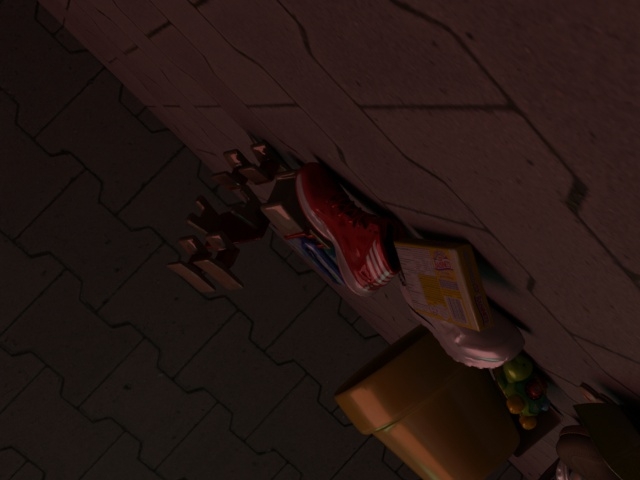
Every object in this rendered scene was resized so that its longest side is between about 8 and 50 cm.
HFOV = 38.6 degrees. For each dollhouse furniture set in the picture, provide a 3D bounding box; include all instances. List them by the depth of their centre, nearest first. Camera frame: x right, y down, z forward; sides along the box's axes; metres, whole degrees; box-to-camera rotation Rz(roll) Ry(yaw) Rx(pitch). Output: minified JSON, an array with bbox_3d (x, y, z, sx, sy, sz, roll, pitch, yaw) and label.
[{"bbox_3d":[-0.106,-0.033,1.607,0.259,0.262,0.135,-9,138,42],"label":"dollhouse furniture set"}]

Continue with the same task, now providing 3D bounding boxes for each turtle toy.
[{"bbox_3d":[0.312,0.223,1.411,0.130,0.066,0.095,50,-165,-37],"label":"turtle toy"}]

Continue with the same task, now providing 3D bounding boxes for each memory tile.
[{"bbox_3d":[0.409,0.252,1.218,0.148,0.012,0.113,46,173,-29],"label":"memory tile"}]

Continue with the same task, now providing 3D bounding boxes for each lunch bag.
[{"bbox_3d":[0.000,0.000,1.851,0.176,0.090,0.219,36,173,34],"label":"lunch bag"}]

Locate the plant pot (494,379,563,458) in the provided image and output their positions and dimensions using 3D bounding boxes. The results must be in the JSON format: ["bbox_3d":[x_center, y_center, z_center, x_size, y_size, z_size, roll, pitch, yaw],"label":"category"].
[{"bbox_3d":[0.343,0.298,1.626,0.109,0.109,0.096,46,-174,-26],"label":"plant pot"}]

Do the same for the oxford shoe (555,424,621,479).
[{"bbox_3d":[0.439,0.381,1.375,0.123,0.130,0.348,45,174,-15],"label":"oxford shoe"}]

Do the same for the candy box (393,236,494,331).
[{"bbox_3d":[0.153,0.051,1.164,0.206,0.027,0.105,-170,63,-74],"label":"candy box"}]

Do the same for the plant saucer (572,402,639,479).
[{"bbox_3d":[0.395,0.272,1.073,0.188,0.045,0.188,43,-170,-3],"label":"plant saucer"}]

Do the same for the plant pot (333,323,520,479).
[{"bbox_3d":[0.190,0.274,1.491,0.239,0.254,0.254,54,175,4],"label":"plant pot"}]

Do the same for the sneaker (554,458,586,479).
[{"bbox_3d":[0.522,0.519,1.708,0.108,0.100,0.271,12,127,61],"label":"sneaker"}]

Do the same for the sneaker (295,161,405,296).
[{"bbox_3d":[0.056,-0.037,1.334,0.221,0.087,0.128,59,140,5],"label":"sneaker"}]

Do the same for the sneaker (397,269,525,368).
[{"bbox_3d":[0.187,0.095,1.281,0.235,0.090,0.094,32,153,48],"label":"sneaker"}]

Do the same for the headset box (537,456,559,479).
[{"bbox_3d":[0.596,0.586,1.932,0.293,0.110,0.218,38,172,43],"label":"headset box"}]
